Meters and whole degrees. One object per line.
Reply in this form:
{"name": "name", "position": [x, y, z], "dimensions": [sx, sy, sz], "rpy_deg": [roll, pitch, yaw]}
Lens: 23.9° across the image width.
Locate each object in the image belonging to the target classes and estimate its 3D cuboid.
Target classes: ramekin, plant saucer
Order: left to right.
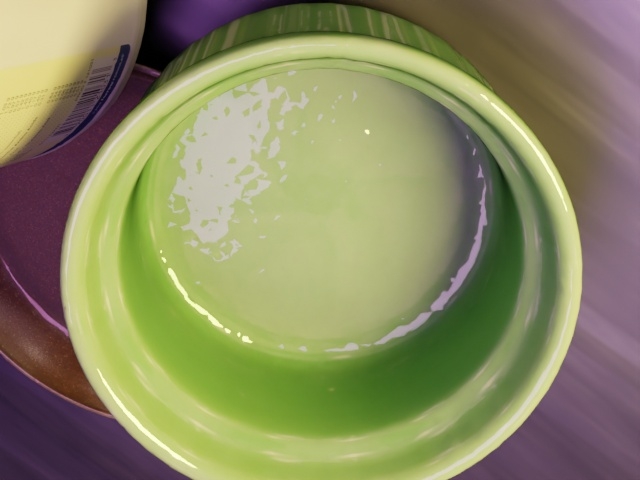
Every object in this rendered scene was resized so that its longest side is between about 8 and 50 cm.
{"name": "plant saucer", "position": [-0.140, -0.002, 1.098], "dimensions": [0.310, 0.050, 0.311], "rpy_deg": [10, 125, 14]}
{"name": "ramekin", "position": [0.000, 0.000, 0.938], "dimensions": [0.303, 0.148, 0.303], "rpy_deg": [0, 114, 0]}

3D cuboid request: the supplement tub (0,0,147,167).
{"name": "supplement tub", "position": [-0.268, -0.137, 0.860], "dimensions": [0.235, 0.325, 0.236], "rpy_deg": [5, 104, 21]}
